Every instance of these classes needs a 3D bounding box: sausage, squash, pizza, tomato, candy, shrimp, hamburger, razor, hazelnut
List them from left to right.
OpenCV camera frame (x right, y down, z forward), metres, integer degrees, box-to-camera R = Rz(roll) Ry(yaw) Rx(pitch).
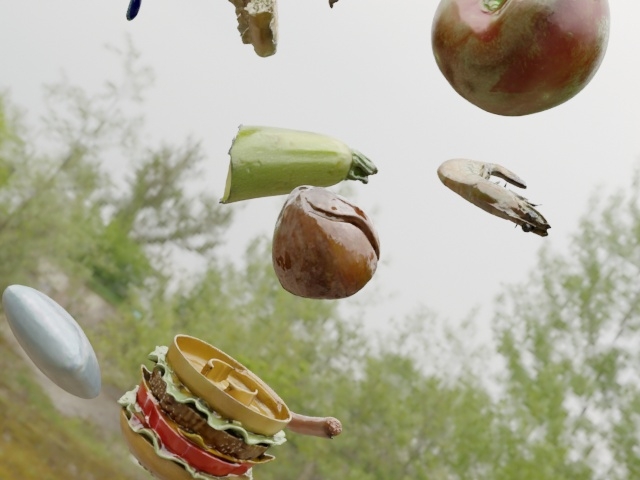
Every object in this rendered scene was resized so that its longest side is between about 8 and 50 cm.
[{"bbox_3d":[-0.329,0.127,1.511,0.138,0.071,0.174,46,-15,13],"label":"candy"},{"bbox_3d":[-0.313,-0.455,2.111,0.028,0.155,0.044,1,-13,45],"label":"razor"},{"bbox_3d":[-0.206,0.310,2.042,0.274,0.212,0.274,35,6,-4],"label":"hamburger"},{"bbox_3d":[-0.108,-0.412,1.987,0.089,0.223,0.323,-4,3,-1],"label":"pizza"},{"bbox_3d":[-0.036,-0.143,2.056,0.137,0.287,0.137,171,-90,-70],"label":"squash"},{"bbox_3d":[-0.020,0.360,2.381,0.047,0.040,0.176,38,-22,-29],"label":"sausage"},{"bbox_3d":[0.000,0.000,1.496,0.143,0.143,0.154,42,14,-26],"label":"hazelnut"},{"bbox_3d":[0.351,-0.089,2.296,0.296,0.169,0.058,36,-50,39],"label":"shrimp"},{"bbox_3d":[0.309,-0.307,1.824,0.270,0.270,0.222,28,-7,48],"label":"tomato"}]

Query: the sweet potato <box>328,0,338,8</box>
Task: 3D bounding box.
[{"bbox_3d":[0.042,-0.515,2.528,0.153,0.038,0.041,178,-95,-70],"label":"sweet potato"}]
